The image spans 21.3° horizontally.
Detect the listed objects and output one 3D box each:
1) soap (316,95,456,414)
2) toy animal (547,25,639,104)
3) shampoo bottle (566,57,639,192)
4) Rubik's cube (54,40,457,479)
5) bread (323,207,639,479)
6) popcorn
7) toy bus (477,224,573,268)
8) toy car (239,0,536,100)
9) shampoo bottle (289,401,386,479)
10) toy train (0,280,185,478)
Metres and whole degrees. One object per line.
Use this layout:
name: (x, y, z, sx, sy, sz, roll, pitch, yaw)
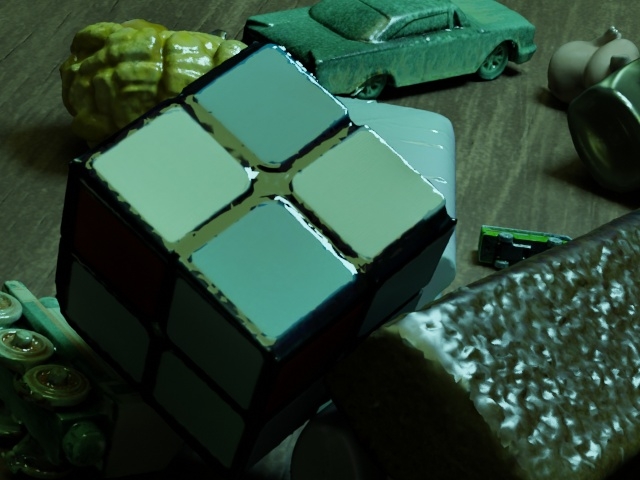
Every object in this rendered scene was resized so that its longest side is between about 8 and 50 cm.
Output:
soap: (0.000, 0.000, 1.358, 0.208, 0.115, 0.347, 7, 27, 1)
toy animal: (0.292, -0.170, 1.802, 0.089, 0.083, 0.150, -48, 27, -13)
shampoo bottle: (0.382, -0.140, 1.739, 0.350, 0.084, 0.125, -21, 82, -47)
Rubik's cube: (-0.047, 0.012, 1.076, 0.183, 0.180, 0.167, 44, 60, 12)
bread: (0.179, 0.085, 1.158, 0.165, 0.113, 0.417, 51, 35, 16)
popcorn: (-0.134, -0.130, 1.564, 0.194, 0.140, 0.163, 3, 17, -32)
toy bus: (0.179, 0.008, 1.483, 0.083, 0.031, 0.037, 7, 17, -1)
toy car: (0.083, -0.221, 1.831, 0.321, 0.097, 0.141, -14, 34, -35)
shampoo bottle: (0.060, 0.116, 1.176, 0.056, 0.086, 0.227, 17, 27, 26)
toy train: (-0.179, 0.093, 1.175, 0.125, 0.080, 0.194, -3, 28, -37)
